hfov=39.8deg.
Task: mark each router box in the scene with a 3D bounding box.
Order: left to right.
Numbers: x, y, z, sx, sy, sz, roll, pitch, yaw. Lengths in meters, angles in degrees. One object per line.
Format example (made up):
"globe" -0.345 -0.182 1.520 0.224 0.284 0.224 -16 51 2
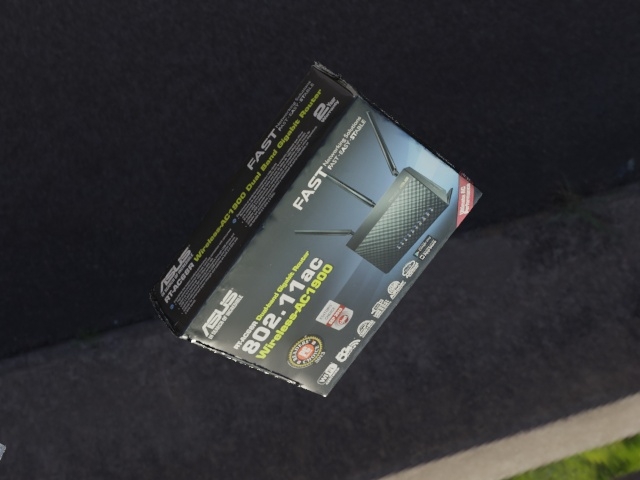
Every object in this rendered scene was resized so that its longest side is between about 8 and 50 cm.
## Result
"router box" 0.000 0.000 0.380 0.092 0.038 0.122 30 100 -41

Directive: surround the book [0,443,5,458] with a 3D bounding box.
"book" -0.374 0.199 0.813 0.035 0.096 0.144 -24 127 40
